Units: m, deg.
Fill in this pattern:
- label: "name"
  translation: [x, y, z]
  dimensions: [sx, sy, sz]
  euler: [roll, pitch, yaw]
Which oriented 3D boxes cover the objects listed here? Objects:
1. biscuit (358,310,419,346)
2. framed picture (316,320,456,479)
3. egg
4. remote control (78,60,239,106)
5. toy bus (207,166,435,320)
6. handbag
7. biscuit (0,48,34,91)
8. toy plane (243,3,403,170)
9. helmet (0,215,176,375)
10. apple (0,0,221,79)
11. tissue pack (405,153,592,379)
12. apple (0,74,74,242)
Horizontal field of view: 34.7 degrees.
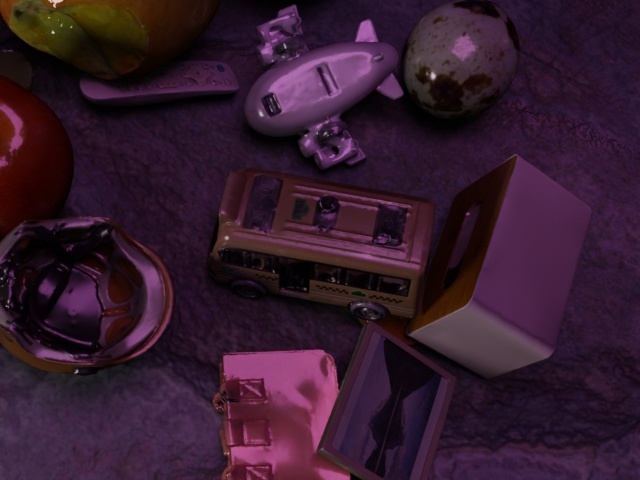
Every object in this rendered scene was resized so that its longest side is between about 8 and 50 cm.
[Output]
- label: "biscuit"
  translation: [0.100, 0.081, 1.402]
  dimensions: [0.118, 0.023, 0.140]
  euler: [-22, 70, -23]
- label: "framed picture"
  translation: [0.089, 0.217, 1.294]
  dimensions: [0.150, 0.015, 0.203]
  euler: [34, 50, -12]
- label: "egg"
  translation: [0.214, -0.279, 1.535]
  dimensions: [0.169, 0.169, 0.231]
  euler: [34, 47, 5]
- label: "remote control"
  translation: [-0.231, -0.220, 1.470]
  dimensions: [0.229, 0.044, 0.073]
  euler: [-8, 46, -24]
- label: "toy bus"
  translation: [0.000, 0.000, 1.326]
  dimensions: [0.289, 0.157, 0.139]
  euler: [11, 60, 5]
- label: "handbag"
  translation: [-0.049, 0.242, 1.264]
  dimensions: [0.157, 0.059, 0.212]
  euler: [0, 62, -15]
- label: "biscuit"
  translation: [-0.552, -0.204, 1.382]
  dimensions: [0.322, 0.038, 0.099]
  euler: [-12, 53, -20]
- label: "toy plane"
  translation: [0.004, -0.225, 1.480]
  dimensions: [0.252, 0.118, 0.252]
  euler: [1, 85, -16]
- label: "helmet"
  translation: [-0.302, 0.075, 1.250]
  dimensions: [0.224, 0.130, 0.198]
  euler: [11, 65, -24]
- label: "apple"
  translation: [-0.286, -0.404, 1.386]
  dimensions: [0.340, 0.339, 0.339]
  euler: [6, 62, -11]
- label: "tissue pack"
  translation: [0.241, 0.039, 1.368]
  dimensions: [0.136, 0.159, 0.246]
  euler: [32, 59, -13]
- label: "apple"
  translation: [-0.419, -0.096, 1.274]
  dimensions: [0.218, 0.201, 0.218]
  euler: [5, 70, -13]
